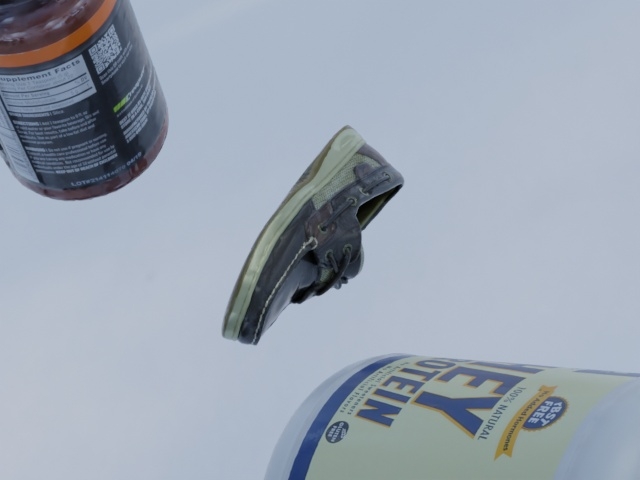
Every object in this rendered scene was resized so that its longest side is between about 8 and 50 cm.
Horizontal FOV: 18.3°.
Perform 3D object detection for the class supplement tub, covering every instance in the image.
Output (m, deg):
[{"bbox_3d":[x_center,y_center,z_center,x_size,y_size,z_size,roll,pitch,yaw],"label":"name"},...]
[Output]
[{"bbox_3d":[0.145,0.196,1.243,0.325,0.235,0.235,2,48,42],"label":"supplement tub"},{"bbox_3d":[-0.154,-0.117,1.109,0.106,0.198,0.106,-5,54,7],"label":"supplement tub"}]

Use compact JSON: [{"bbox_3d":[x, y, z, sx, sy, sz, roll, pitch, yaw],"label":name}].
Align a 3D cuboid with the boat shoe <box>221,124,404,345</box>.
[{"bbox_3d":[0.000,0.000,1.454,0.223,0.073,0.080,-58,-7,-44],"label":"boat shoe"}]
